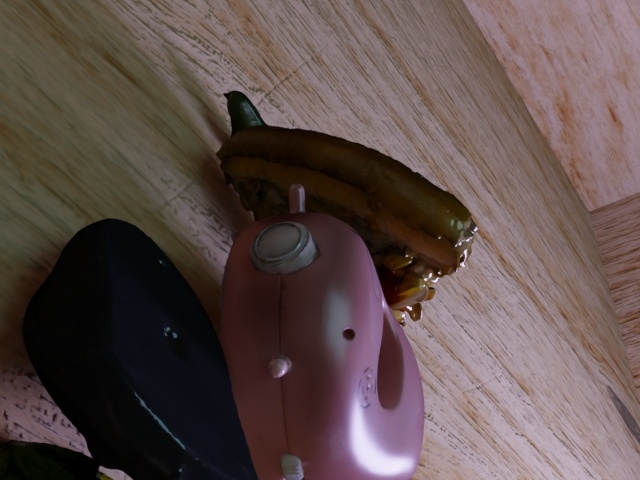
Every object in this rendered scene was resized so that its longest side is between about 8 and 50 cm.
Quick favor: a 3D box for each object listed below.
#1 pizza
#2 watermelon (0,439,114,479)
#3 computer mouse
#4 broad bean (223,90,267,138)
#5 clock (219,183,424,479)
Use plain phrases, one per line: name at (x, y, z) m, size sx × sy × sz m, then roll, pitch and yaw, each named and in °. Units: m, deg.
pizza at (0.000, 0.000, 0.935) m, size 0.251 × 0.288 × 0.074 m, roll 39°, pitch 53°, yaw 10°
watermelon at (-0.089, 0.230, 0.622) m, size 0.301 × 0.123 × 0.129 m, roll 50°, pitch -4°, yaw -35°
computer mouse at (-0.123, 0.080, 0.611) m, size 0.137 × 0.086 × 0.270 m, roll 47°, pitch 5°, yaw -27°
broad bean at (-0.047, -0.070, 1.013) m, size 0.195 × 0.046 × 0.061 m, roll 52°, pitch 15°, yaw -43°
clock at (0.002, 0.086, 0.772) m, size 0.227 × 0.142 × 0.241 m, roll -85°, pitch 166°, yaw -49°
